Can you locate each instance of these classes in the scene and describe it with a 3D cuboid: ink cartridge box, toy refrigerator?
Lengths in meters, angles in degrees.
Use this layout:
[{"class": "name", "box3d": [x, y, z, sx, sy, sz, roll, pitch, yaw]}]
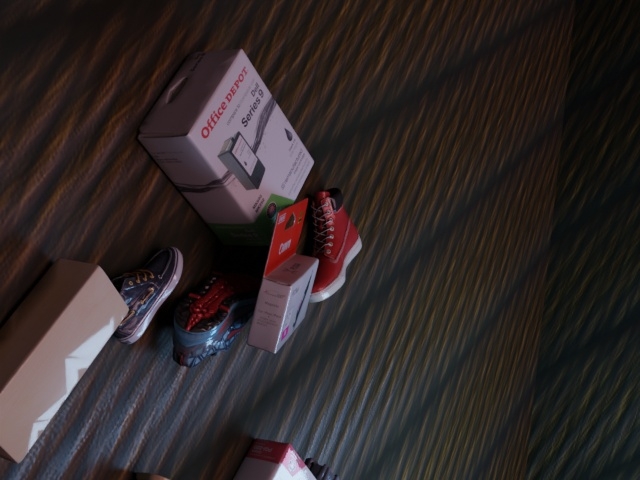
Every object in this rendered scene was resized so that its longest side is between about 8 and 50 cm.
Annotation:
[{"class": "ink cartridge box", "box3d": [-0.156, -0.158, 1.459, 0.289, 0.122, 0.211, 55, 49, -42]}, {"class": "ink cartridge box", "box3d": [-0.052, 0.055, 1.527, 0.275, 0.060, 0.238, -40, 146, -77]}, {"class": "ink cartridge box", "box3d": [-0.108, 0.516, 1.594, 0.218, 0.092, 0.158, -61, 137, -36]}, {"class": "toy refrigerator", "box3d": [-0.393, 0.159, 1.156, 0.269, 0.094, 0.102, -60, 144, -34]}]

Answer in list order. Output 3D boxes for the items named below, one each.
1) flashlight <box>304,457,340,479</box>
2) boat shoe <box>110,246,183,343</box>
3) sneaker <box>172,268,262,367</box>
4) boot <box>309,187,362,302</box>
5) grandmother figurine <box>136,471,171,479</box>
[{"class": "flashlight", "box3d": [-0.049, 0.602, 1.683, 0.103, 0.103, 0.304, 95, 21, -48]}, {"class": "boat shoe", "box3d": [-0.287, 0.069, 1.327, 0.083, 0.065, 0.183, 56, 49, -43]}, {"class": "sneaker", "box3d": [-0.187, 0.138, 1.481, 0.262, 0.104, 0.125, -33, 146, -57]}, {"class": "boot", "box3d": [0.000, 0.000, 1.738, 0.244, 0.088, 0.176, -59, 137, -47]}, {"class": "grandmother figurine", "box3d": [-0.303, 0.545, 1.303, 0.208, 0.104, 0.342, 37, 59, -37]}]
